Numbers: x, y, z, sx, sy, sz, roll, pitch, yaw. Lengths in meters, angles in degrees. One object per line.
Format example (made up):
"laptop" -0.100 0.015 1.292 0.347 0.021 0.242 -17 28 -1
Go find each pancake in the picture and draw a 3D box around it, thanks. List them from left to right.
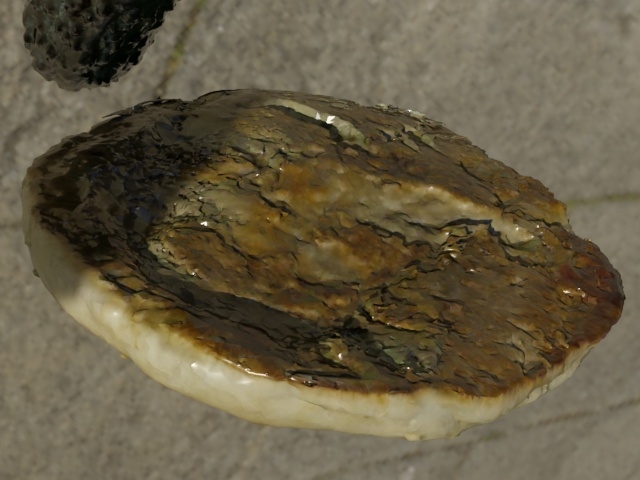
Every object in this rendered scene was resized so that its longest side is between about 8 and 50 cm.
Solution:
"pancake" 0.001 -0.002 0.841 0.356 0.356 0.065 -13 132 -38

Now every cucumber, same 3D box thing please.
"cucumber" -0.098 -0.166 0.780 0.096 0.096 0.359 -23 176 -28
